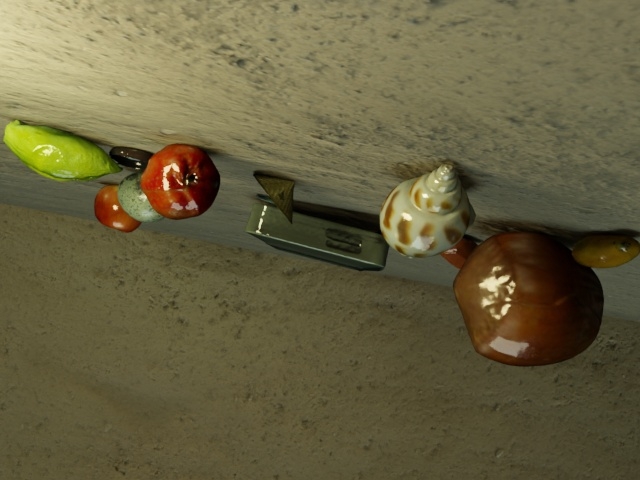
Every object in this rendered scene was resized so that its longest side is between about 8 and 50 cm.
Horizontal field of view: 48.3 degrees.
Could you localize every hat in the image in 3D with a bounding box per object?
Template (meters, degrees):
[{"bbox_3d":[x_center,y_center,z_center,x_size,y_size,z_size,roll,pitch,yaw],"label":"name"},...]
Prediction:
[{"bbox_3d":[-0.085,-0.113,1.631,0.146,0.067,0.146,52,180,0],"label":"hat"}]

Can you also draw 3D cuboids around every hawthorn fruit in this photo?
[{"bbox_3d":[-0.277,-0.118,1.440,0.157,0.157,0.194,13,177,-21],"label":"hawthorn fruit"}]

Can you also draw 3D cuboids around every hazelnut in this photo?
[{"bbox_3d":[0.498,0.136,1.724,0.372,0.372,0.315,10,135,5],"label":"hazelnut"}]

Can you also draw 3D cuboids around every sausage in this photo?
[{"bbox_3d":[0.383,0.028,1.966,0.179,0.089,0.089,28,163,-38],"label":"sausage"}]

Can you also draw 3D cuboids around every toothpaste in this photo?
[{"bbox_3d":[-0.135,-0.107,1.915,0.083,0.019,0.027,18,-172,-29],"label":"toothpaste"}]

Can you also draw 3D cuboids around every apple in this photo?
[{"bbox_3d":[-0.625,-0.097,2.220,0.163,0.139,0.163,8,175,1],"label":"apple"}]

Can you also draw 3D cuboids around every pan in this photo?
[{"bbox_3d":[-0.378,-0.174,1.616,0.212,0.040,0.115,16,174,15],"label":"pan"}]

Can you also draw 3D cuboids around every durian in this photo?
[{"bbox_3d":[-0.556,-0.189,1.549,0.250,0.101,0.139,16,-159,-13],"label":"durian"}]

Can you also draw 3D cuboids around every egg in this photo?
[{"bbox_3d":[-0.455,-0.116,1.852,0.172,0.132,0.132,21,180,33],"label":"egg"}]

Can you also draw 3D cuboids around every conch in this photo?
[{"bbox_3d":[0.200,-0.052,1.331,0.149,0.183,0.275,51,154,-5],"label":"conch"}]

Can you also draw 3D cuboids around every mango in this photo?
[{"bbox_3d":[0.634,0.021,1.582,0.098,0.075,0.190,4,169,-19],"label":"mango"}]

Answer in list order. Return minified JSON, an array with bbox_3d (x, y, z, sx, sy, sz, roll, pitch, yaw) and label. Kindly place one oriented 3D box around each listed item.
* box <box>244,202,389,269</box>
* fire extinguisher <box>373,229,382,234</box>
[{"bbox_3d":[0.001,0.001,2.067,0.396,0.111,0.396,15,176,5],"label":"box"},{"bbox_3d":[0.175,-0.014,2.150,0.046,0.032,0.100,2,175,-44],"label":"fire extinguisher"}]
